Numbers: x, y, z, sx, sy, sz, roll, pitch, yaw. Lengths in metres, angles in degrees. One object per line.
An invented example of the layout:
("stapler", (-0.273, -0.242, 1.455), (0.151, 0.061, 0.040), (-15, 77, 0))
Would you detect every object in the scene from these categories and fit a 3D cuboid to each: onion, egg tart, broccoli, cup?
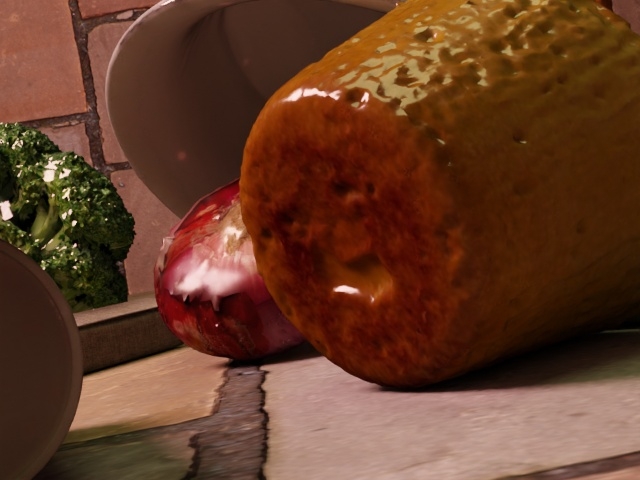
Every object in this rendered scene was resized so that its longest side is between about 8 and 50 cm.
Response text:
("onion", (-0.032, 0.034, 0.764), (0.150, 0.140, 0.150), (-14, 42, 13))
("egg tart", (0.059, -0.018, 0.529), (0.147, 0.202, 0.202), (-29, 13, -38))
("broccoli", (-0.341, 0.014, 1.164), (0.308, 0.308, 0.275), (-10, 25, 35))
("cup", (0.036, -0.110, 0.807), (0.347, 0.163, 0.347), (14, -32, 9))

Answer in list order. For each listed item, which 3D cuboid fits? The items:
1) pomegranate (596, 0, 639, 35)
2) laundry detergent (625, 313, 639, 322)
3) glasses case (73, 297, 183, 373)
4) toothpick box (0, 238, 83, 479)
("pomegranate", (0.247, -0.111, 1.079), (0.252, 0.270, 0.229), (-1, -2, 37))
("laundry detergent", (0.243, -0.017, 0.649), (0.253, 0.091, 0.181), (-10, 7, -43))
("glasses case", (-0.200, 0.083, 0.879), (0.071, 0.047, 0.205), (-8, 1, 32))
("toothpick box", (-0.167, 0.048, 0.472), (0.111, 0.111, 0.180), (-10, 2, -21))
